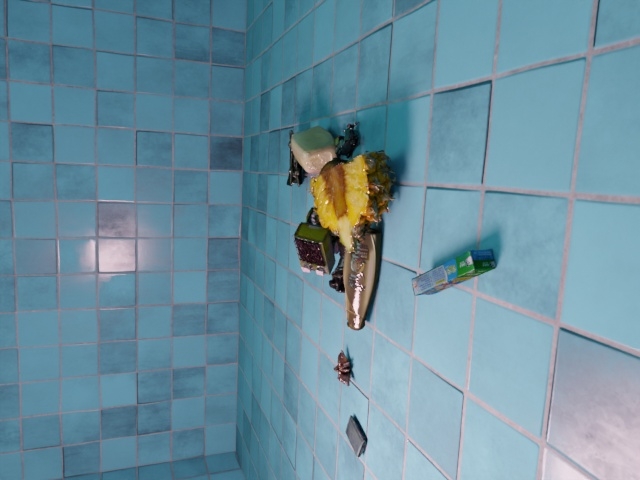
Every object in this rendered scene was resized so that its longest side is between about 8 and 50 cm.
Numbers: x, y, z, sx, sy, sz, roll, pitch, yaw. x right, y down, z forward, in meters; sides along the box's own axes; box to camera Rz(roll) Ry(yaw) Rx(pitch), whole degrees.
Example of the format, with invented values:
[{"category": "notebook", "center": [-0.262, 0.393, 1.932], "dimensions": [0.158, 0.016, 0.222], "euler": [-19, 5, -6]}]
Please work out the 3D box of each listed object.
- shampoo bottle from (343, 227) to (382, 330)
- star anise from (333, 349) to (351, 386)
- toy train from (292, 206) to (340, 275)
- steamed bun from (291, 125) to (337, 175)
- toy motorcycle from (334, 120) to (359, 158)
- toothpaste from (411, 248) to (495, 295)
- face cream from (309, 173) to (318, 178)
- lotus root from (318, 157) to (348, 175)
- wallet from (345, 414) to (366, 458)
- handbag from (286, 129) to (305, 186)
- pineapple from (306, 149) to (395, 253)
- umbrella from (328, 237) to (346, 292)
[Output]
[{"category": "shampoo bottle", "center": [0.134, 0.131, 1.666], "dimensions": [0.125, 0.084, 0.350], "euler": [17, 109, 36]}, {"category": "star anise", "center": [0.088, 0.493, 1.847], "dimensions": [0.129, 0.056, 0.124], "euler": [-114, 32, -47]}, {"category": "toy train", "center": [0.000, 0.000, 1.782], "dimensions": [0.261, 0.134, 0.177], "euler": [78, -149, -52]}, {"category": "steamed bun", "center": [-0.023, -0.353, 1.998], "dimensions": [0.239, 0.170, 0.152], "euler": [-120, 17, -52]}, {"category": "toy motorcycle", "center": [0.099, -0.365, 1.811], "dimensions": [0.173, 0.058, 0.100], "euler": [145, 128, -68]}, {"category": "toothpaste", "center": [0.319, 0.084, 1.220], "dimensions": [0.266, 0.065, 0.050], "euler": [137, 130, -62]}, {"category": "face cream", "center": [0.000, -0.266, 2.087], "dimensions": [0.224, 0.070, 0.114], "euler": [62, 149, 28]}, {"category": "lotus root", "center": [0.052, -0.178, 1.809], "dimensions": [0.128, 0.145, 0.260], "euler": [-116, 34, -61]}, {"category": "wallet", "center": [0.129, 0.708, 1.784], "dimensions": [0.129, 0.026, 0.088], "euler": [-127, 45, -59]}, {"category": "handbag", "center": [-0.112, -0.369, 2.238], "dimensions": [0.260, 0.079, 0.247], "euler": [-104, 17, -81]}, {"category": "pineapple", "center": [0.140, -0.109, 1.566], "dimensions": [0.344, 0.209, 0.286], "euler": [-16, 86, 58]}, {"category": "umbrella", "center": [0.098, 0.050, 1.758], "dimensions": [0.110, 0.122, 0.272], "euler": [13, 102, 24]}]
